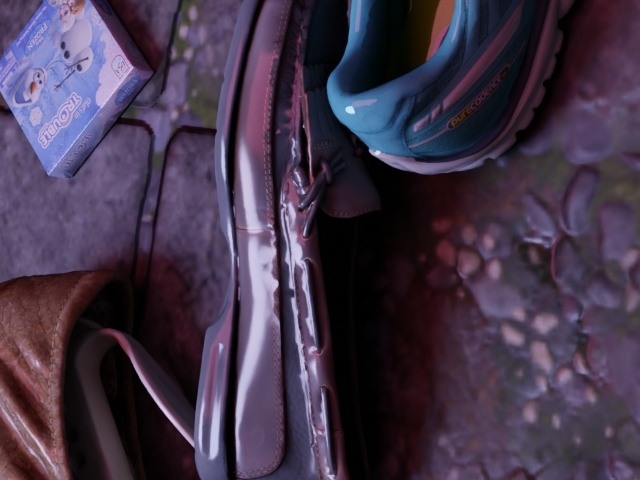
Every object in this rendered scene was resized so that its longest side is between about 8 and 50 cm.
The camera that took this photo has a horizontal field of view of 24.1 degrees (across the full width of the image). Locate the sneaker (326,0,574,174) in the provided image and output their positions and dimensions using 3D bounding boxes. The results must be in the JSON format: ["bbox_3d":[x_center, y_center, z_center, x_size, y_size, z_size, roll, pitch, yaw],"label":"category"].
[{"bbox_3d":[0.072,-0.165,0.671,0.107,0.110,0.275,14,93,39],"label":"sneaker"}]

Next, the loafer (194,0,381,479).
[{"bbox_3d":[0.000,0.000,0.731,0.084,0.096,0.267,10,99,25],"label":"loafer"}]

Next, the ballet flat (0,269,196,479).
[{"bbox_3d":[-0.099,0.163,0.785,0.124,0.116,0.342,-24,65,13],"label":"ballet flat"}]

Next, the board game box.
[{"bbox_3d":[-0.150,-0.100,0.895,0.090,0.020,0.090,-48,60,24],"label":"board game box"}]
